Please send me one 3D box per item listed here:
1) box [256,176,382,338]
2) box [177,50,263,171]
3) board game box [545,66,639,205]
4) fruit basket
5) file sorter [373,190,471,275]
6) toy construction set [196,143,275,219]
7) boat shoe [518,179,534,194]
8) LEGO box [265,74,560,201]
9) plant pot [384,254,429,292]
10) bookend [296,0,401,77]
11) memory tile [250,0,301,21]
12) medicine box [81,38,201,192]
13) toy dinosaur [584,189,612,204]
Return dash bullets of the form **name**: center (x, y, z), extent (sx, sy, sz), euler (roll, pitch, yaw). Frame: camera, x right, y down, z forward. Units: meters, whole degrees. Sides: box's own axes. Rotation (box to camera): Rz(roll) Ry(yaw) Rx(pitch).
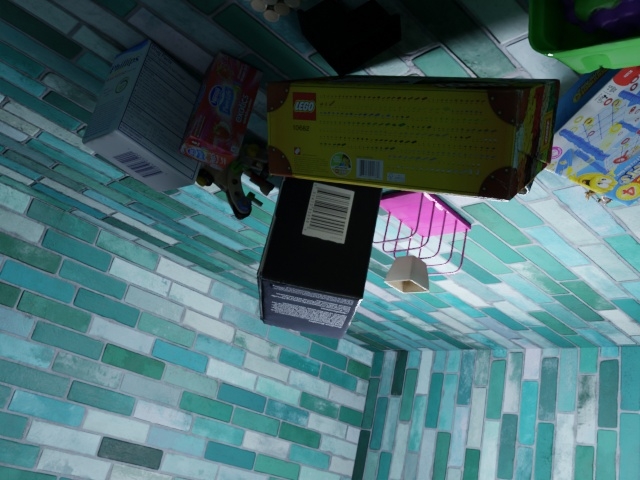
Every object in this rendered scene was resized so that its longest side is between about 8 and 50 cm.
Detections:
- **box**: center (0.000, 0.000, 1.869), extent (0.298, 0.479, 0.471), euler (13, 158, -1)
- **box**: center (-0.250, -0.323, 1.533), extent (0.128, 0.256, 0.123), euler (22, 157, -21)
- **board game box**: center (0.664, -0.243, 1.330), extent (0.302, 0.086, 0.308), euler (20, 139, -15)
- **fruit basket**: center (0.375, -0.432, 0.789), extent (0.283, 0.392, 0.392), euler (-1, 154, 31)
- **file sorter**: center (0.331, -0.018, 2.035), extent (0.202, 0.182, 0.291), euler (-9, 149, 44)
- **toy construction set**: center (-0.263, -0.222, 1.913), extent (0.237, 0.257, 0.309), euler (33, 179, -1)
- **boat shoe**: center (0.430, -0.216, 1.592), extent (0.335, 0.119, 0.121), euler (19, 157, -14)
- **LEGO box**: center (0.195, -0.235, 1.261), extent (0.500, 0.193, 0.372), euler (9, -160, 27)
- **plant pot**: center (0.289, 0.107, 1.988), extent (0.109, 0.096, 0.109), euler (-8, 150, 45)
- **bookend**: center (0.059, -0.450, 1.278), extent (0.157, 0.156, 0.072), euler (53, 172, 25)
- **memory tile**: center (-0.097, -0.525, 1.291), extent (0.113, 0.012, 0.148), euler (30, 152, -35)
- **medicine box**: center (-0.433, -0.319, 1.600), extent (0.149, 0.289, 0.263), euler (-8, 150, 37)
- **toy dinosaur**: center (0.777, -0.155, 1.650), extent (0.112, 0.064, 0.211), euler (-10, 163, 8)
